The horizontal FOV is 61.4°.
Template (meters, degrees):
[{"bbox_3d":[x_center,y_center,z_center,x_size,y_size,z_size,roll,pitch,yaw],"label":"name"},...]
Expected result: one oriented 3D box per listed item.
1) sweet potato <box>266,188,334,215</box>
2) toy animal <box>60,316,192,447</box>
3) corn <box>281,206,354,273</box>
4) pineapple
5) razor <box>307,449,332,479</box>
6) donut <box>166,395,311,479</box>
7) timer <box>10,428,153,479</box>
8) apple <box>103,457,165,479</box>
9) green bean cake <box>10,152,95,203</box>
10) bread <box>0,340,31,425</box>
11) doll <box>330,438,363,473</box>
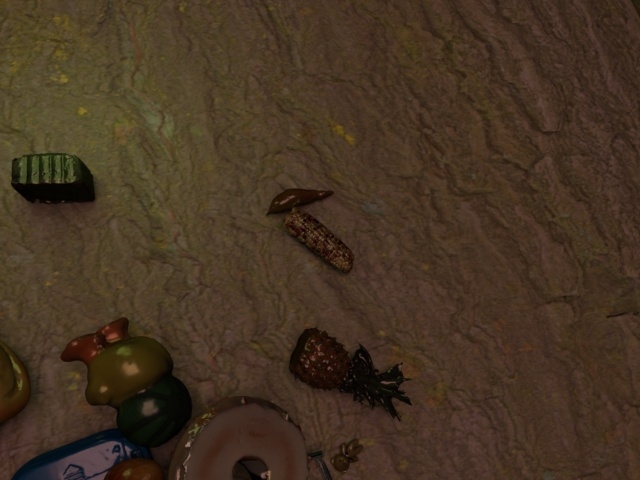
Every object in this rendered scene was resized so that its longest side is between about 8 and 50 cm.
[{"bbox_3d":[-0.064,-0.132,1.624,0.226,0.068,0.068,-19,79,-17],"label":"sweet potato"},{"bbox_3d":[-0.452,0.348,1.336,0.191,0.216,0.338,-35,91,26],"label":"toy animal"},{"bbox_3d":[0.000,0.000,1.591,0.253,0.086,0.086,38,72,0],"label":"corn"},{"bbox_3d":[0.094,0.367,1.490,0.365,0.165,0.165,25,72,-12],"label":"pineapple"},{"bbox_3d":[0.023,0.656,1.443,0.068,0.037,0.191,-28,83,26],"label":"razor"},{"bbox_3d":[-0.201,0.571,1.317,0.383,0.142,0.382,12,69,-34],"label":"donut"},{"bbox_3d":[-0.560,0.640,1.298,0.340,0.115,0.309,-18,82,-16],"label":"timer"},{"bbox_3d":[-0.423,0.567,1.218,0.131,0.146,0.146,16,68,-47],"label":"apple"},{"bbox_3d":[-0.715,-0.167,1.453,0.181,0.173,0.094,-4,77,-9],"label":"green bean cake"},{"bbox_3d":[-0.869,0.341,1.277,0.316,0.211,0.270,44,64,-6],"label":"bread"},{"bbox_3d":[0.072,0.588,1.477,0.061,0.051,0.093,48,43,5],"label":"doll"}]
